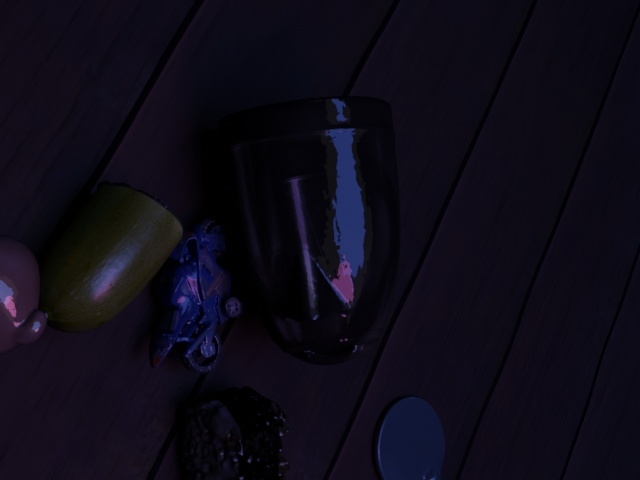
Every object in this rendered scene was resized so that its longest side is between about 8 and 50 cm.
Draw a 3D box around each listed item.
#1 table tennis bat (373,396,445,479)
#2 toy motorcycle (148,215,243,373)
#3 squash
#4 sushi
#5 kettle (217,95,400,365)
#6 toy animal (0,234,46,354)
[{"bbox_3d":[0.160,0.356,1.754,0.153,0.040,0.244,-47,117,-35],"label":"table tennis bat"},{"bbox_3d":[-0.161,0.063,1.397,0.114,0.076,0.205,16,74,-43],"label":"toy motorcycle"},{"bbox_3d":[-0.251,0.028,1.272,0.123,0.123,0.186,55,53,-30],"label":"squash"},{"bbox_3d":[-0.097,0.294,1.409,0.115,0.147,0.212,-3,90,-47],"label":"sushi"},{"bbox_3d":[0.000,0.000,1.468,0.321,0.228,0.324,28,55,-83],"label":"kettle"},{"bbox_3d":[-0.378,0.027,1.117,0.198,0.171,0.171,34,66,-45],"label":"toy animal"}]
